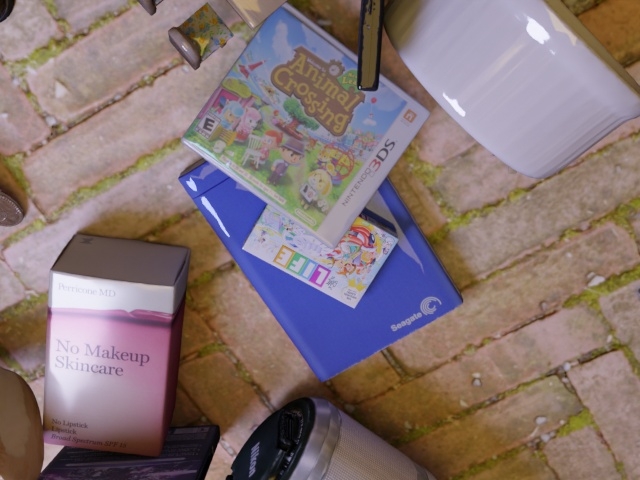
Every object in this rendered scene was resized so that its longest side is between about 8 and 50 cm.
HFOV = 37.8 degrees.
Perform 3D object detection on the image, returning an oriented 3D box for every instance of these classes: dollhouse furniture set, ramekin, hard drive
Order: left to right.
[{"bbox_3d":[-0.117,-0.330,0.924,0.212,0.161,0.242,-41,98,-3],"label":"dollhouse furniture set"},{"bbox_3d":[0.005,-0.002,1.138,0.210,0.040,0.319,-31,107,10],"label":"hard drive"},{"bbox_3d":[0.192,-0.192,0.952,0.277,0.277,0.135,41,113,-14],"label":"ramekin"}]

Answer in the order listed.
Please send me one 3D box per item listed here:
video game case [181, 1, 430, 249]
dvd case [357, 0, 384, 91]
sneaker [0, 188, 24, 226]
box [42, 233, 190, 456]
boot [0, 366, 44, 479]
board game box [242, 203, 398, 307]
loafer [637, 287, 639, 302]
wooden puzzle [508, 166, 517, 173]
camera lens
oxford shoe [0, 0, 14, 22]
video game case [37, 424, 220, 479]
[{"bbox_3d":[-0.014,-0.127,1.046,0.212,0.023,0.193,36,89,-10],"label":"video game case"},{"bbox_3d":[0.052,-0.260,0.929,0.022,0.253,0.180,3,110,2],"label":"dvd case"},{"bbox_3d":[-0.407,-0.065,1.118,0.042,0.067,0.118,-39,136,11],"label":"sneaker"},{"bbox_3d":[-0.248,0.126,1.138,0.148,0.127,0.232,7,111,-2],"label":"box"},{"bbox_3d":[-0.458,0.217,1.129,0.211,0.104,0.295,-42,63,19],"label":"boot"},{"bbox_3d":[0.000,0.000,1.101,0.154,0.026,0.103,28,108,-10],"label":"board game box"},{"bbox_3d":[0.460,0.071,1.168,0.125,0.045,0.039,-9,117,0],"label":"loafer"},{"bbox_3d":[0.237,-0.118,1.114,0.049,0.006,0.083,16,109,-6],"label":"wooden puzzle"},{"bbox_3d":[0.025,0.345,1.172,0.274,0.219,0.219,36,106,-13],"label":"camera lens"},{"bbox_3d":[-0.448,-0.300,0.997,0.227,0.096,0.083,23,110,-7],"label":"oxford shoe"},{"bbox_3d":[-0.233,0.276,1.118,0.196,0.274,0.026,-3,97,1],"label":"video game case"}]
